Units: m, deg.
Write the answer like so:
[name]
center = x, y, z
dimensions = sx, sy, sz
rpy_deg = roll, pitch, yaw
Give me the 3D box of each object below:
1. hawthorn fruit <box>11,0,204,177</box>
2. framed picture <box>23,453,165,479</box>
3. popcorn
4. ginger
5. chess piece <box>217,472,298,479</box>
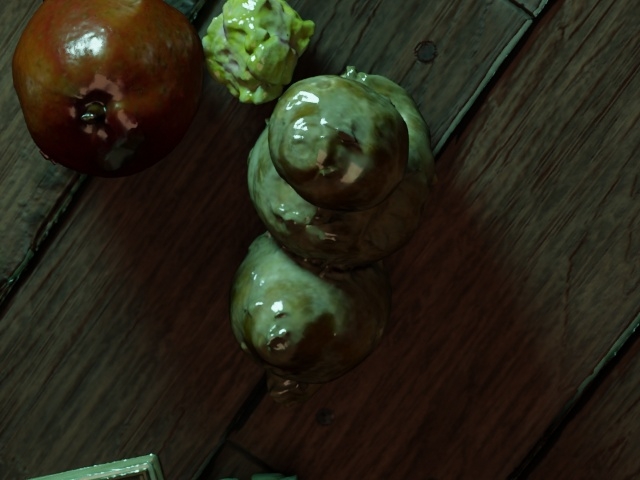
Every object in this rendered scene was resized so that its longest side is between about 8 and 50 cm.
[hawthorn fruit]
center = -0.199, -0.140, 1.750
dimensions = 0.185, 0.202, 0.185
rpy_deg = 0, 115, 1
[framed picture]
center = -0.245, 0.380, 1.998
dimensions = 0.232, 0.019, 0.296
rpy_deg = -13, 106, 5
[popcorn]
center = -0.060, -0.184, 1.798
dimensions = 0.097, 0.089, 0.109
rpy_deg = -9, 99, 40
[ginger]
center = 0.000, 0.000, 1.786
dimensions = 0.176, 0.256, 0.375
rpy_deg = 17, 120, 5
[chess piece]
center = -0.054, 0.392, 1.924
dimensions = 0.195, 0.194, 0.299
rpy_deg = -10, 97, 4
